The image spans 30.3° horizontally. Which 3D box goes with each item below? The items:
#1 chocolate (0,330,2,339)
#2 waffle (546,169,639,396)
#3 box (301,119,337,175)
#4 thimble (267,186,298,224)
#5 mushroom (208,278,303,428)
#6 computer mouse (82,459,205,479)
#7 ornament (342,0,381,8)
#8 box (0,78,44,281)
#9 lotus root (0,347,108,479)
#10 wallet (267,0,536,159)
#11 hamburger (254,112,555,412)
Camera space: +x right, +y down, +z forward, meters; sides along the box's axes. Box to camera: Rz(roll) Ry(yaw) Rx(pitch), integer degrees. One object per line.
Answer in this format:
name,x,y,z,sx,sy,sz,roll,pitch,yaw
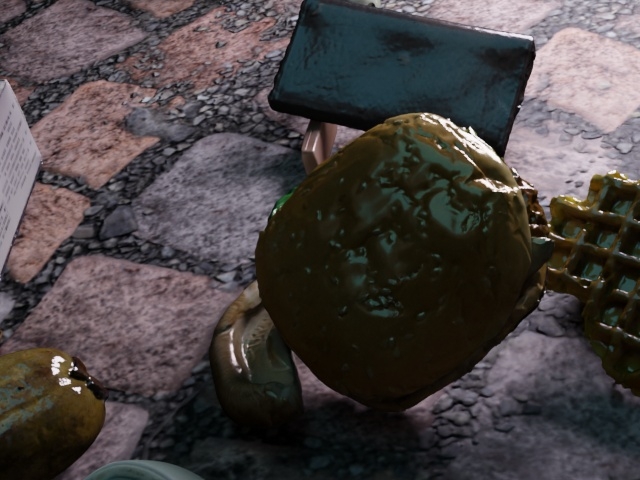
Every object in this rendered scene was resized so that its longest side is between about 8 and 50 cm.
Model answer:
chocolate,-0.414,0.129,1.359,0.100,0.031,0.064,-10,21,-1
waffle,0.323,0.043,1.150,0.249,0.056,0.253,-14,67,20
box,-0.003,-0.130,1.538,0.025,0.048,0.115,-9,38,20
thimble,0.000,0.000,1.344,0.118,0.090,0.130,-27,39,-13
mushroom,-0.067,0.126,1.224,0.094,0.072,0.210,-15,35,-4
computer mouse,-0.195,0.315,1.014,0.159,0.097,0.288,18,59,31
ornament,0.049,-0.284,1.624,0.081,0.156,0.075,2,40,19
box,-0.490,-0.051,1.514,0.173,0.145,0.333,-9,39,9
lotus root,-0.336,0.200,1.172,0.260,0.128,0.145,-31,51,-18
wallet,0.103,-0.211,1.519,0.321,0.044,0.170,14,81,17
hamburger,0.079,0.017,1.169,0.283,0.144,0.259,-45,59,1
